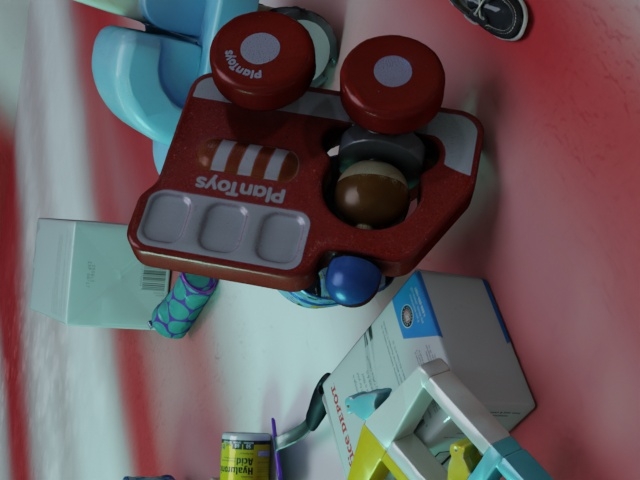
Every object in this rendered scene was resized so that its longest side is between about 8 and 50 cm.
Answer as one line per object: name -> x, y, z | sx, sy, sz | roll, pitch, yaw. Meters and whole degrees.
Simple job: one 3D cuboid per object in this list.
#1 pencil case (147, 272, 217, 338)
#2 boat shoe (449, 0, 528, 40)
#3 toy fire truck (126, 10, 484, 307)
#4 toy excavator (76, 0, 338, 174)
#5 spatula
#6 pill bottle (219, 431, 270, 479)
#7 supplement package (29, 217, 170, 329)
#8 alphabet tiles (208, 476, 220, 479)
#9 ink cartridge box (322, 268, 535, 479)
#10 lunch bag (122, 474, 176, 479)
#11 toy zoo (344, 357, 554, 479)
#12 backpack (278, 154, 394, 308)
pencil case -> -0.214, 0.092, 1.625 | 0.070, 0.064, 0.151 | 56, 137, 17
boat shoe -> 0.158, -0.230, 1.012 | 0.046, 0.038, 0.125 | -67, 32, 29
toy fire truck -> -0.007, -0.059, 0.997 | 0.169, 0.302, 0.253 | 90, -167, -62
toy excavator -> -0.218, -0.280, 1.302 | 0.222, 0.445, 0.432 | 31, 112, 60
spatula -> -0.025, 0.219, 1.217 | 0.296, 0.030, 0.084 | 120, 147, -55
pill bottle -> -0.098, 0.308, 1.354 | 0.065, 0.065, 0.116 | -15, 72, 61
supplement package -> -0.396, 0.054, 1.863 | 0.293, 0.175, 0.177 | 6, 91, 63
alphabet tiles -> -0.153, 0.488, 1.466 | 0.278, 0.021, 0.284 | 27, 108, 61
ink cartridge box -> 0.094, 0.148, 0.997 | 0.203, 0.086, 0.148 | -56, 39, 42
lunch bag -> -0.238, 0.446, 1.519 | 0.219, 0.090, 0.176 | 9, 90, 63
toy zoo -> 0.118, 0.235, 0.873 | 0.293, 0.030, 0.192 | 47, 132, 30
backpack -> 0.000, 0.000, 1.152 | 0.173, 0.158, 0.117 | 69, 152, 23
